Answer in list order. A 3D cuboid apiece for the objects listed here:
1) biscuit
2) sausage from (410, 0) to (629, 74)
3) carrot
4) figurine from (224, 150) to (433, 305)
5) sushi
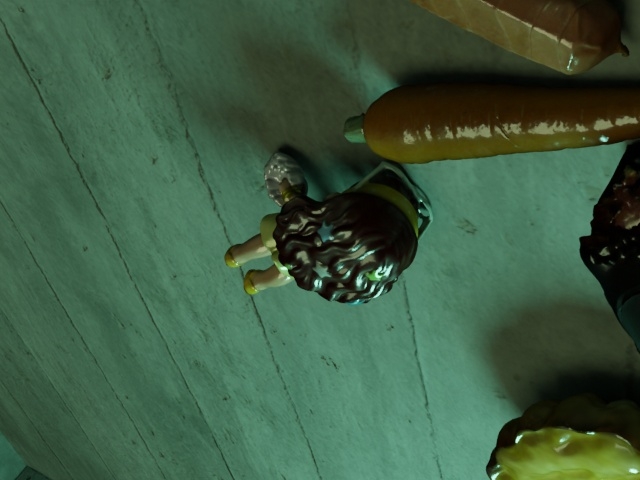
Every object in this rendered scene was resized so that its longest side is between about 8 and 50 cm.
[{"bbox_3d":[0.333,0.272,1.039,0.326,0.107,0.325,24,145,18],"label":"biscuit"},{"bbox_3d":[0.132,-0.164,0.697,0.169,0.065,0.065,31,149,16],"label":"sausage"},{"bbox_3d":[0.154,-0.095,0.780,0.336,0.069,0.069,1,134,37],"label":"carrot"},{"bbox_3d":[0.001,0.000,1.008,0.240,0.116,0.174,-10,125,53],"label":"figurine"},{"bbox_3d":[0.266,0.005,0.696,0.172,0.150,0.153,15,143,34],"label":"sushi"}]
